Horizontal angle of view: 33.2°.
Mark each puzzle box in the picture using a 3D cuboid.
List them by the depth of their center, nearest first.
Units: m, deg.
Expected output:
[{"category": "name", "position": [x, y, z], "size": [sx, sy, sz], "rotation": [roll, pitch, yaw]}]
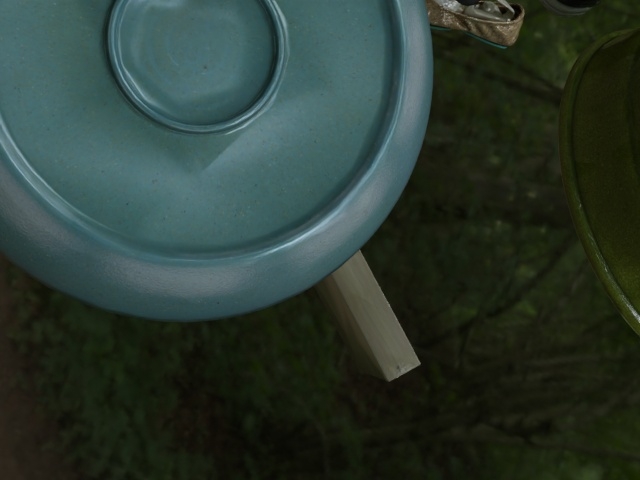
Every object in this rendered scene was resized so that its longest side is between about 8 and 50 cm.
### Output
[{"category": "puzzle box", "position": [0.000, 0.000, 1.501], "size": [0.052, 0.408, 0.272], "rotation": [-28, 180, -7]}]

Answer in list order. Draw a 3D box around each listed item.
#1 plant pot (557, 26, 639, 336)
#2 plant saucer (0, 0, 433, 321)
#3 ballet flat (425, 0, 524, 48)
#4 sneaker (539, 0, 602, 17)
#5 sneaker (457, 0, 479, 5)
[{"category": "plant pot", "position": [0.466, -0.092, 0.939], "size": [0.353, 0.366, 0.366], "rotation": [-27, -147, 49]}, {"category": "plant saucer", "position": [-0.074, -0.111, 0.620], "size": [0.317, 0.318, 0.044], "rotation": [-70, -164, -8]}, {"category": "ballet flat", "position": [0.182, -0.305, 1.393], "size": [0.067, 0.206, 0.073], "rotation": [-60, -138, 32]}, {"category": "sneaker", "position": [0.335, -0.330, 1.063], "size": [0.268, 0.101, 0.153], "rotation": [-45, -169, -18]}, {"category": "sneaker", "position": [-0.006, -0.199, 0.794], "size": [0.130, 0.286, 0.109], "rotation": [56, 42, -45]}]
